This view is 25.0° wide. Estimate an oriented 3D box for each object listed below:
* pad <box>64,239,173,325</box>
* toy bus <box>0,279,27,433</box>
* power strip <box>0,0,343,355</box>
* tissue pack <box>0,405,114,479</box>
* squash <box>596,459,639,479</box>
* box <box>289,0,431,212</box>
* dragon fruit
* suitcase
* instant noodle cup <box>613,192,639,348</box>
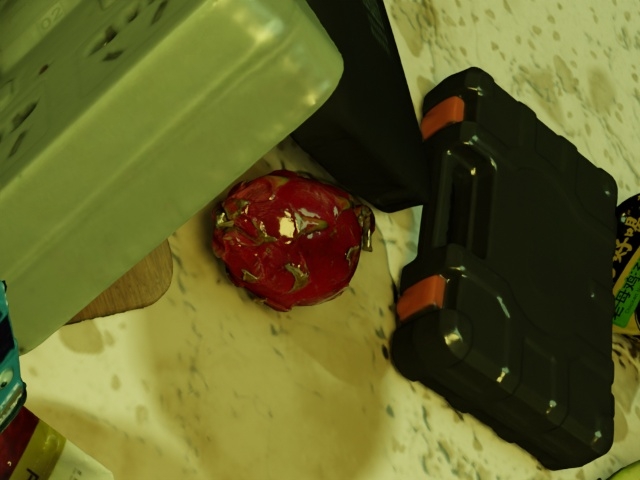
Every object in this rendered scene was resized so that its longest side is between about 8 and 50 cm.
[{"bbox_3d":[-0.226,-0.078,0.843,0.284,0.018,0.286,-10,78,-49],"label":"pad"},{"bbox_3d":[-0.227,0.028,0.649,0.185,0.106,0.090,30,49,16],"label":"toy bus"},{"bbox_3d":[-0.104,-0.068,0.794,0.141,0.229,0.261,45,9,-27],"label":"power strip"},{"bbox_3d":[-0.184,0.153,0.690,0.106,0.099,0.148,43,44,-20],"label":"tissue pack"},{"bbox_3d":[0.348,0.234,1.183,0.287,0.137,0.137,6,65,-46],"label":"squash"},{"bbox_3d":[-0.004,-0.172,1.006,0.290,0.073,0.288,31,41,-71],"label":"box"},{"bbox_3d":[0.000,0.000,0.985,0.190,0.094,0.094,3,66,-58],"label":"dragon fruit"},{"bbox_3d":[0.155,0.019,1.149,0.206,0.066,0.285,34,47,-29],"label":"suitcase"},{"bbox_3d":[0.314,0.041,1.251,0.122,0.151,0.151,38,45,-38],"label":"instant noodle cup"}]
